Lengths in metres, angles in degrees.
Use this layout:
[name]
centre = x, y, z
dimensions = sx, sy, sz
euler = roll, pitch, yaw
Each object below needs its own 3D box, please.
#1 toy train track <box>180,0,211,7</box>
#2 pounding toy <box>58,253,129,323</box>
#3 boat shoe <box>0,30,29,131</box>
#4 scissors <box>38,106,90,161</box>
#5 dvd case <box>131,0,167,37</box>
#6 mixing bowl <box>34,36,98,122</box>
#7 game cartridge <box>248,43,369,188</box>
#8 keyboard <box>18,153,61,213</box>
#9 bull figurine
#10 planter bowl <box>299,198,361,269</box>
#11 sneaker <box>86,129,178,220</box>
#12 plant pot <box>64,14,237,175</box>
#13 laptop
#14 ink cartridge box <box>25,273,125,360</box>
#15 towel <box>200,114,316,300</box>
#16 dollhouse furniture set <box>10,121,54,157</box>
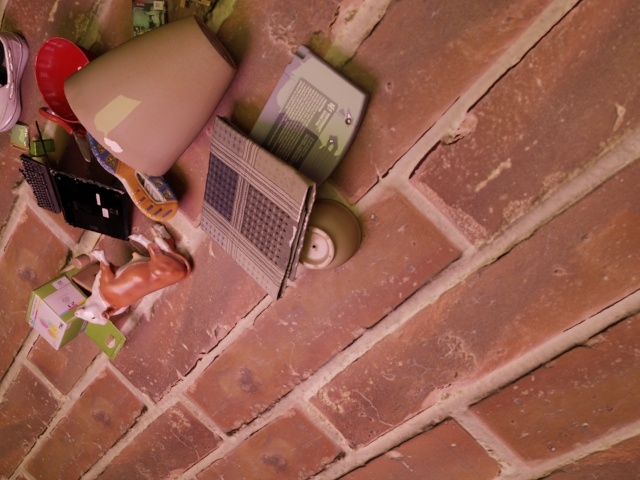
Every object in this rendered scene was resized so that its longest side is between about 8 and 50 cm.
[toy train track]
centre = -0.268, -0.511, 0.861
dimensions = 0.083, 0.014, 0.048
euler = 22, 109, 5
[pounding toy]
centre = -0.657, 0.115, 1.187
dimensions = 0.181, 0.094, 0.206
euler = 25, 125, 15
[boat shoe]
centre = -0.828, -0.401, 1.047
dimensions = 0.096, 0.088, 0.268
euler = 31, 111, -11
[scissors]
centre = -0.562, -0.251, 0.967
dimensions = 0.297, 0.109, 0.021
euler = 37, 109, 28
[dvd case]
centre = -0.381, -0.472, 0.916
dimensions = 0.087, 0.013, 0.120
euler = 12, 114, 15
[mixing bowl]
centre = -0.567, -0.378, 0.971
dimensions = 0.181, 0.098, 0.182
euler = 6, 111, 17
[game cartridge]
centre = -0.037, -0.224, 0.864
dimensions = 0.196, 0.060, 0.294
euler = 40, 118, 6
[keyboard]
centre = -0.803, -0.159, 1.153
dimensions = 0.108, 0.023, 0.180
euler = 26, 134, 9
[bull figurine]
centre = -0.506, 0.091, 1.077
dimensions = 0.310, 0.101, 0.189
euler = -24, 102, -8
[planter bowl]
centre = 0.000, 0.000, 0.904
dimensions = 0.161, 0.109, 0.162
euler = 7, 113, 17
[sneaker]
centre = -0.456, -0.175, 0.987
dimensions = 0.111, 0.131, 0.297
euler = -30, 103, -18
[plant pot]
centre = -0.317, -0.319, 0.844
dimensions = 0.274, 0.256, 0.257
euler = -35, 95, 12
[laptop]
centre = -0.620, -0.144, 1.076
dimensions = 0.264, 0.137, 0.234
euler = 17, 144, -12
[ink cartridge box]
centre = -0.698, 0.249, 1.163
dimensions = 0.255, 0.097, 0.189
euler = 45, 129, 0
[towel]
centre = -0.147, -0.069, 0.896
dimensions = 0.324, 0.056, 0.312
euler = 40, 129, 28
[dollhouse furniture set]
centre = -0.818, -0.273, 1.124
dimensions = 0.151, 0.058, 0.076
euler = 20, 115, 12
